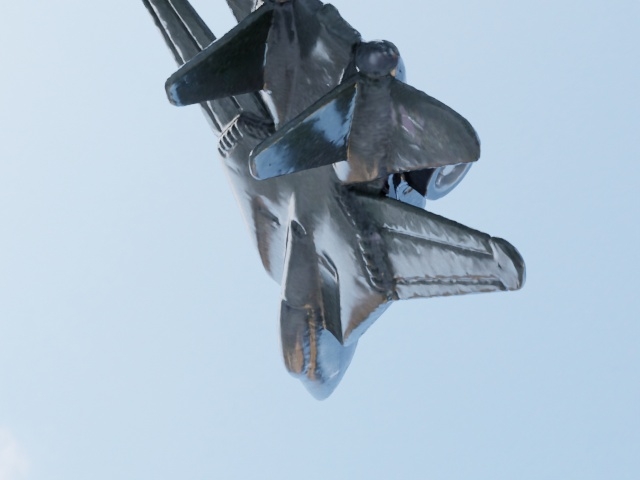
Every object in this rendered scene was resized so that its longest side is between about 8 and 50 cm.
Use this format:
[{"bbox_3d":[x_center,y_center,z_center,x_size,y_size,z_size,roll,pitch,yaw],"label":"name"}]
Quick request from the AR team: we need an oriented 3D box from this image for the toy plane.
[{"bbox_3d":[0.009,-0.008,0.650,0.212,0.088,0.267,42,-16,24],"label":"toy plane"}]
